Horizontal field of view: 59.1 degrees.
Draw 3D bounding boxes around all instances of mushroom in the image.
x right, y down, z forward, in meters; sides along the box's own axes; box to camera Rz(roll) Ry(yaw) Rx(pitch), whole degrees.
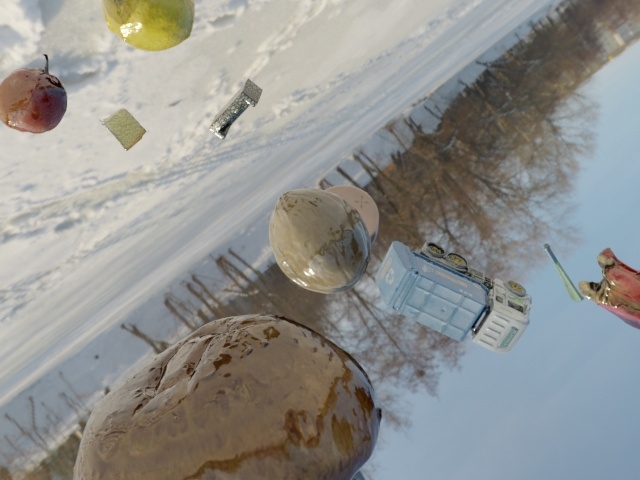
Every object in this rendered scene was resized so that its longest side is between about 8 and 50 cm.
[{"bbox_3d":[-0.076,0.129,0.422,0.231,0.138,0.194,-21,-153,-3],"label":"mushroom"}]

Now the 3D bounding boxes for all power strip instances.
[{"bbox_3d":[0.053,-0.041,1.224,0.154,0.154,0.078,-38,161,-13],"label":"power strip"}]

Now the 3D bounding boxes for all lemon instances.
[{"bbox_3d":[-0.457,-0.627,1.516,0.233,0.233,0.288,-36,-179,19],"label":"lemon"}]

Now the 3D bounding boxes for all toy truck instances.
[{"bbox_3d":[0.314,0.131,1.344,0.175,0.367,0.146,-61,174,-59],"label":"toy truck"}]

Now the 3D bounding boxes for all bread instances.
[{"bbox_3d":[-0.462,-0.241,1.265,0.109,0.084,0.080,-11,-144,41],"label":"bread"}]

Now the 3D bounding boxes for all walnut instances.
[{"bbox_3d":[-0.001,0.000,0.805,0.140,0.162,0.140,-23,174,-2],"label":"walnut"}]

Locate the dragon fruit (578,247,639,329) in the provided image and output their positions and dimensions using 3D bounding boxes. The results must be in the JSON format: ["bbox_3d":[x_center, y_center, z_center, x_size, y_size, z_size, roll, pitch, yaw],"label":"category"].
[{"bbox_3d":[0.532,0.081,0.893,0.262,0.211,0.134,1,111,-82],"label":"dragon fruit"}]

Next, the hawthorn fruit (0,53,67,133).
[{"bbox_3d":[-0.685,-0.354,1.354,0.194,0.157,0.157,-61,178,13],"label":"hawthorn fruit"}]

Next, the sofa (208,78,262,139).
[{"bbox_3d":[-0.165,-0.254,1.098,0.118,0.039,0.060,-38,-155,34],"label":"sofa"}]

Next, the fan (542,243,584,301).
[{"bbox_3d":[0.625,0.086,1.463,0.016,0.193,0.038,-42,-164,-20],"label":"fan"}]

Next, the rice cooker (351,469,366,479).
[{"bbox_3d":[-0.080,0.485,0.882,0.335,0.335,0.325,-36,-175,17],"label":"rice cooker"}]
